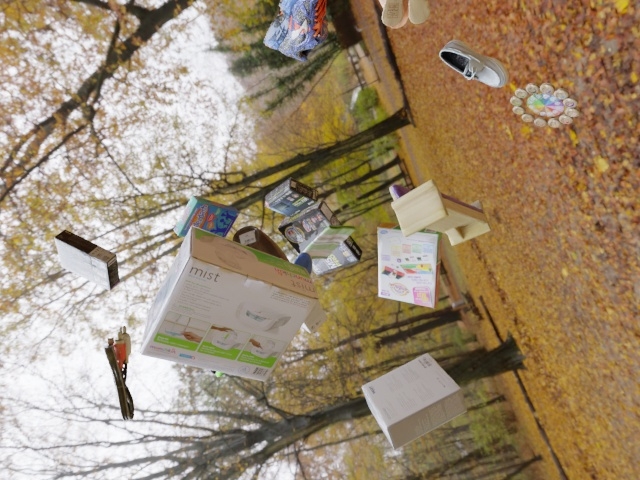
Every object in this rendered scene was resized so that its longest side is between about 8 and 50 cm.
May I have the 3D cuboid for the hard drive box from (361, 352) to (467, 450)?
[{"bbox_3d":[0.262,0.452,1.153,0.181,0.232,0.089,-132,21,-66],"label":"hard drive box"}]

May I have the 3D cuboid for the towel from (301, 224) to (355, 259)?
[{"bbox_3d":[0.020,0.008,1.144,0.113,0.152,0.023,-3,-122,-45],"label":"towel"}]

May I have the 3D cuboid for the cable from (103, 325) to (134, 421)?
[{"bbox_3d":[-0.585,0.404,1.205,0.139,0.072,0.288,172,85,-71],"label":"cable"}]

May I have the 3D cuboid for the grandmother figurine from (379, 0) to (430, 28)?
[{"bbox_3d":[0.193,-0.704,1.113,0.104,0.207,0.343,97,172,-50],"label":"grandmother figurine"}]

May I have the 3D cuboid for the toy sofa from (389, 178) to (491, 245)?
[{"bbox_3d":[0.387,-0.102,1.284,0.362,0.150,0.177,9,-119,-47],"label":"toy sofa"}]

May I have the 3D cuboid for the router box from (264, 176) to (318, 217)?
[{"bbox_3d":[-0.079,-0.112,1.077,0.092,0.122,0.038,20,-121,-34],"label":"router box"}]

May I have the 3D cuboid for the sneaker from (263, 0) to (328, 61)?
[{"bbox_3d":[-0.018,-0.356,0.629,0.087,0.083,0.221,29,171,-17],"label":"sneaker"}]

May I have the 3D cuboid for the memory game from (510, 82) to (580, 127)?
[{"bbox_3d":[0.633,-0.379,1.141,0.186,0.012,0.186,28,171,5],"label":"memory game"}]

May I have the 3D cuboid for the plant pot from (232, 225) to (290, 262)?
[{"bbox_3d":[-0.246,0.057,1.545,0.230,0.215,0.215,73,-176,-51],"label":"plant pot"}]

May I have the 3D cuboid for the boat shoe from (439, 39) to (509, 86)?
[{"bbox_3d":[0.464,-0.531,1.237,0.227,0.081,0.079,43,158,19],"label":"boat shoe"}]

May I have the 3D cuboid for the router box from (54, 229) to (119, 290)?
[{"bbox_3d":[-0.696,0.060,1.206,0.046,0.178,0.133,-60,-6,-48],"label":"router box"}]

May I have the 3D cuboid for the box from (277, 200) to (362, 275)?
[{"bbox_3d":[0.000,0.000,1.548,0.270,0.216,0.060,52,-142,-22],"label":"box"}]

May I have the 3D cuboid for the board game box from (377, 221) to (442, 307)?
[{"bbox_3d":[0.351,0.096,1.603,0.064,0.242,0.317,-37,-51,-53],"label":"board game box"}]

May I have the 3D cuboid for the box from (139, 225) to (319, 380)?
[{"bbox_3d":[-0.177,0.133,0.793,0.261,0.231,0.127,22,-161,-26],"label":"box"}]

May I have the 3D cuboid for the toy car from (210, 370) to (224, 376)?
[{"bbox_3d":[-0.304,0.281,1.111,0.225,0.239,0.053,44,-171,34],"label":"toy car"}]

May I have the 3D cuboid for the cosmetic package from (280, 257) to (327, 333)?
[{"bbox_3d":[-0.078,0.177,1.288,0.117,0.085,0.231,23,146,52],"label":"cosmetic package"}]

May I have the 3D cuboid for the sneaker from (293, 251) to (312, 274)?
[{"bbox_3d":[-0.064,0.100,1.065,0.084,0.058,0.152,67,-133,-82],"label":"sneaker"}]

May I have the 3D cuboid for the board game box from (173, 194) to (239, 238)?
[{"bbox_3d":[-0.440,-0.076,1.571,0.047,0.160,0.210,43,-163,35],"label":"board game box"}]
